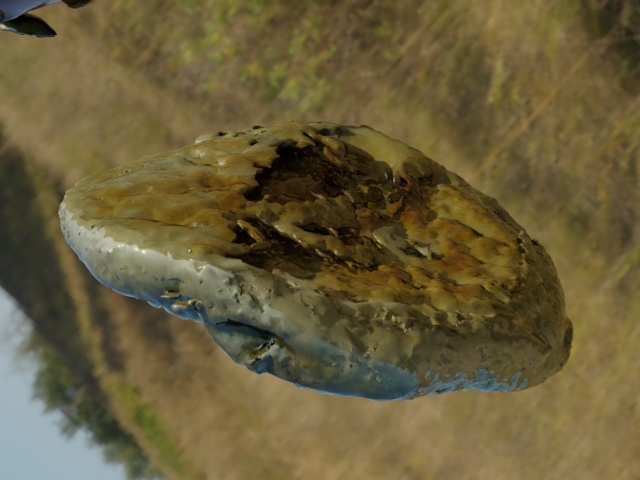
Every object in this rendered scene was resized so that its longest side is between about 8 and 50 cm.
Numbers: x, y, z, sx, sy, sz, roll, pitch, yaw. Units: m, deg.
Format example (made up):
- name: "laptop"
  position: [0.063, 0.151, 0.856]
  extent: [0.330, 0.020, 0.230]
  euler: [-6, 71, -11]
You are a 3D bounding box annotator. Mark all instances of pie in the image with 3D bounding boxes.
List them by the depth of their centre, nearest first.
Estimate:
- name: "pie"
  position: [0.000, 0.001, 0.904]
  extent: [0.339, 0.077, 0.339]
  euler: [9, -159, -4]

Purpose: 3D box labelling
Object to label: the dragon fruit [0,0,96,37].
- name: "dragon fruit"
  position: [-0.228, -0.256, 1.030]
  extent: [0.224, 0.224, 0.227]
  euler: [45, 176, -36]
